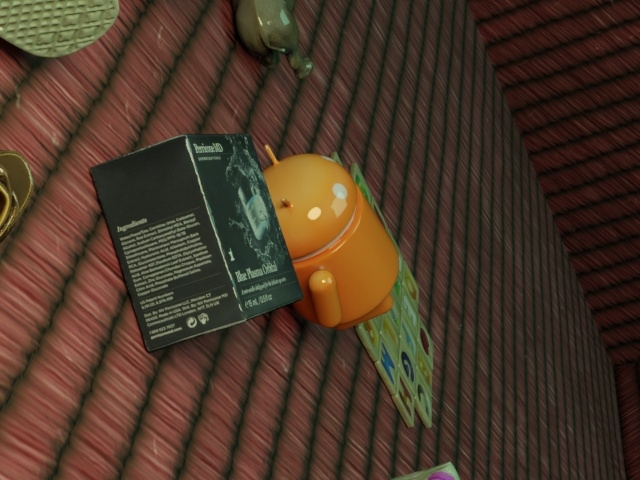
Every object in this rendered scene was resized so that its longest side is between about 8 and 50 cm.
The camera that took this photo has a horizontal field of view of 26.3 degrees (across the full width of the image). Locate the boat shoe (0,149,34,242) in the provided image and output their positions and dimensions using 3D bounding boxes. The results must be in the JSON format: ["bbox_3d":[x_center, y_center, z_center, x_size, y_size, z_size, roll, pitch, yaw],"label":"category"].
[{"bbox_3d":[-0.216,-0.019,0.856,0.178,0.060,0.064,-57,128,-68],"label":"boat shoe"}]

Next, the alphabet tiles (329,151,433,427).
[{"bbox_3d":[0.079,0.065,1.765,0.285,0.011,0.342,-82,150,-55],"label":"alphabet tiles"}]

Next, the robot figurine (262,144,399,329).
[{"bbox_3d":[0.001,0.001,1.390,0.158,0.128,0.219,-59,138,-25],"label":"robot figurine"}]

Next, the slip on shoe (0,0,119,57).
[{"bbox_3d":[-0.246,-0.228,0.905,0.101,0.123,0.331,61,10,23],"label":"slip on shoe"}]

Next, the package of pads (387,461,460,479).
[{"bbox_3d":[0.106,0.377,1.393,0.229,0.101,0.296,71,18,1],"label":"package of pads"}]

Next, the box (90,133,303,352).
[{"bbox_3d":[-0.099,-0.003,1.148,0.156,0.093,0.158,-16,87,-73],"label":"box"}]

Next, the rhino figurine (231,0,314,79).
[{"bbox_3d":[-0.068,-0.305,1.574,0.106,0.073,0.243,46,29,-61],"label":"rhino figurine"}]
